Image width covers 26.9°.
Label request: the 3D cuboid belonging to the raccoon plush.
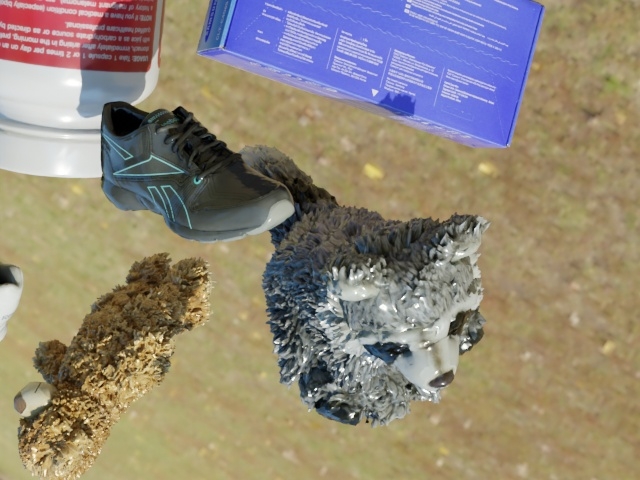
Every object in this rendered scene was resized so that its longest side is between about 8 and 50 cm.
[{"bbox_3d":[0.000,0.000,1.403,0.446,0.216,0.299,41,157,26],"label":"raccoon plush"}]

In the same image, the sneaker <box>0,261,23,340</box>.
[{"bbox_3d":[-0.439,-0.009,1.425,0.297,0.111,0.129,36,131,-13],"label":"sneaker"}]

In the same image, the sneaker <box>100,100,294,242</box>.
[{"bbox_3d":[-0.137,-0.071,1.333,0.267,0.101,0.106,16,124,40],"label":"sneaker"}]

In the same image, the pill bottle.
[{"bbox_3d":[-0.292,-0.288,1.550,0.229,0.408,0.229,7,-168,-1],"label":"pill bottle"}]

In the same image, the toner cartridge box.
[{"bbox_3d":[0.058,-0.221,1.400,0.347,0.165,0.075,17,176,-25],"label":"toner cartridge box"}]

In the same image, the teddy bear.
[{"bbox_3d":[-0.266,0.138,1.657,0.245,0.338,0.113,31,162,52],"label":"teddy bear"}]
